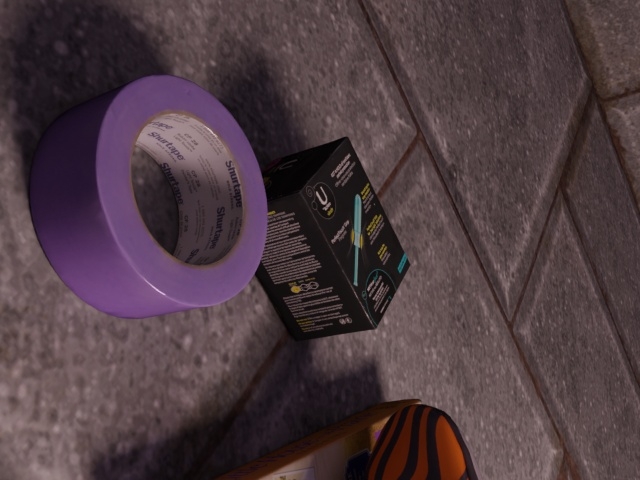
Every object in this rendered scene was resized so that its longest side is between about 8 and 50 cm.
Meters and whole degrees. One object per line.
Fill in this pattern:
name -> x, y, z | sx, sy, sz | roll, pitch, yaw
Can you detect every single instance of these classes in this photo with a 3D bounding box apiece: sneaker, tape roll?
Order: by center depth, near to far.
tape roll -> -0.132, -0.034, 0.656 | 0.189, 0.080, 0.188 | 24, 60, -51
sneaker -> 0.043, 0.265, 0.657 | 0.180, 0.125, 0.321 | 44, 46, -41

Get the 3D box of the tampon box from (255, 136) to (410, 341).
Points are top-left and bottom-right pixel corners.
tampon box -> 0.000, 0.000, 0.815 | 0.161, 0.102, 0.120 | 62, 36, -20

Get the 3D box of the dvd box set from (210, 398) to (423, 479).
dvd box set -> 0.004, 0.343, 0.745 | 0.420, 0.062, 0.307 | -7, 85, -56
